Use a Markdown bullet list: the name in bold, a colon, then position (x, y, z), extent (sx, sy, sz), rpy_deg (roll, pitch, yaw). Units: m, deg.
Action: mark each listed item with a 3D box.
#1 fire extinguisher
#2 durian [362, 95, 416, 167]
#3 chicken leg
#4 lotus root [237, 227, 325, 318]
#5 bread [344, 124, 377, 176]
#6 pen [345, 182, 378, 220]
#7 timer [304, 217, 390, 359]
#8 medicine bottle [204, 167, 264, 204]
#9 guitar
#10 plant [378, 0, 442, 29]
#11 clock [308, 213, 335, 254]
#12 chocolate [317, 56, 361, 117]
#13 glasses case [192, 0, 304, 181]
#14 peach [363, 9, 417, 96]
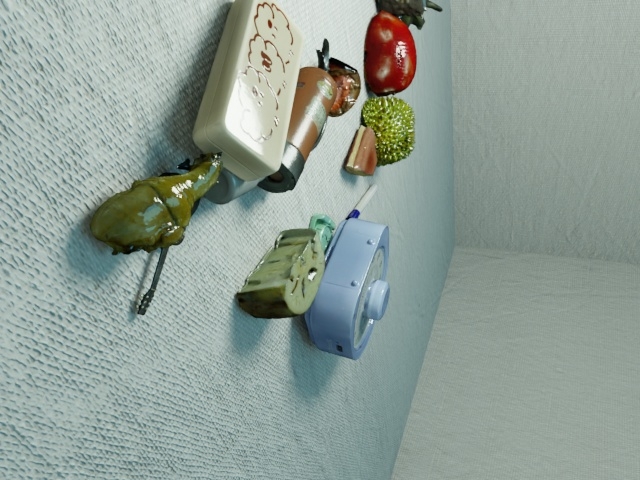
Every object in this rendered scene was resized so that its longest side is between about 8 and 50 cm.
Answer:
- **fire extinguisher**: position (-0.050, -0.264, 1.094), extent (0.200, 0.113, 0.376), rpy_deg (115, -3, -61)
- **durian**: position (0.231, -0.368, 1.619), extent (0.200, 0.176, 0.237), rpy_deg (-10, 94, -86)
- **chicken leg**: position (-0.223, -0.053, 0.711), extent (0.227, 0.088, 0.103), rpy_deg (-42, 117, -39)
- **lotus root**: position (-0.075, 0.081, 1.078), extent (0.235, 0.119, 0.138), rpy_deg (-63, 144, -41)
- **bread**: position (0.128, -0.257, 1.524), extent (0.119, 0.067, 0.192), rpy_deg (61, 39, -41)
- **pen**: position (0.144, -0.127, 1.640), extent (0.269, 0.033, 0.033), rpy_deg (-53, 142, -51)
- **timer**: position (0.107, 0.161, 1.404), extent (0.395, 0.173, 0.395), rpy_deg (12, 90, -73)
- **medicine bottle**: position (-0.156, -0.121, 0.889), extent (0.130, 0.080, 0.080), rpy_deg (-43, 134, -57)
- **guitar**: position (-0.251, 0.004, 0.774), extent (0.088, 0.025, 0.233), rpy_deg (41, 60, -62)
- **plant**: position (0.284, -0.819, 1.600), extent (0.276, 0.199, 0.188), rpy_deg (44, 58, -55)
- **clock**: position (0.000, 0.000, 1.326), extent (0.101, 0.041, 0.135), rpy_deg (37, 62, -63)
- **chocolate**: position (0.037, -0.383, 1.230), extent (0.133, 0.124, 0.127), rpy_deg (-59, 169, 23)
- **glasses case**: position (-0.116, -0.277, 0.850), extent (0.144, 0.076, 0.336), rpy_deg (35, 53, -44)
- **peach**: position (0.231, -0.610, 1.564), extent (0.159, 0.154, 0.267), rpy_deg (-13, 108, -64)
